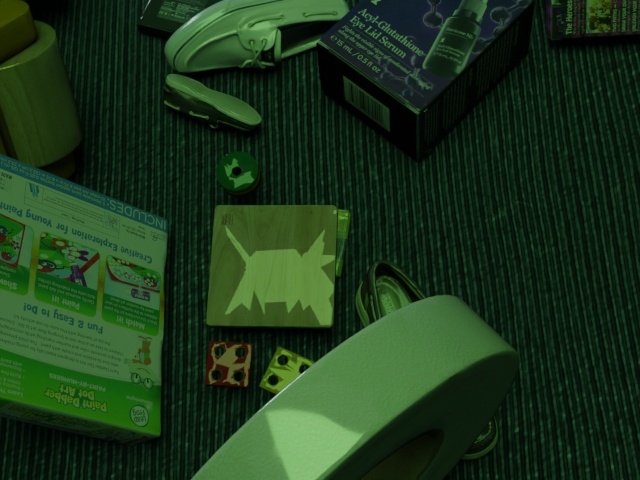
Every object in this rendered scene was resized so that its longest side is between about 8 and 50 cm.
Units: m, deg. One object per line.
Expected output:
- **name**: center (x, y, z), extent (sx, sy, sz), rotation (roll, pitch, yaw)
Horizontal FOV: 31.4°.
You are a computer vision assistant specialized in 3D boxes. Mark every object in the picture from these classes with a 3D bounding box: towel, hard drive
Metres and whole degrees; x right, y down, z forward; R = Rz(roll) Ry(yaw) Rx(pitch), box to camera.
- **towel**: center (0.000, 0.000, 1.246), extent (0.060, 0.009, 0.083), rotation (5, 65, 6)
- **hard drive**: center (-0.157, -0.303, 1.398), extent (0.094, 0.022, 0.135), rotation (16, 67, 12)

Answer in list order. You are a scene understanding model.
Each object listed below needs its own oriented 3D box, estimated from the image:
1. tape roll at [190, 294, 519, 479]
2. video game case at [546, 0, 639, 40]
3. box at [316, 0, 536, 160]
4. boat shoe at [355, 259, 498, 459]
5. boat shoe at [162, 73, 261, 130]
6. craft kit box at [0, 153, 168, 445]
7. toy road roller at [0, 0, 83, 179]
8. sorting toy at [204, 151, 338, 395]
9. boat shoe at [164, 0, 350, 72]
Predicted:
- **tape roll**: center (0.005, 0.209, 0.938), extent (0.392, 0.392, 0.072), rotation (-40, 69, -14)
- **video game case**: center (0.364, -0.350, 1.293), extent (0.210, 0.042, 0.232), rotation (-3, 108, 3)
- **box**: center (0.121, -0.221, 1.291), extent (0.153, 0.108, 0.207), rotation (38, 73, 20)
- **boat shoe**: center (0.103, 0.117, 1.146), extent (0.080, 0.073, 0.223), rotation (-27, 65, -9)
- **boat shoe**: center (-0.128, -0.151, 1.314), extent (0.125, 0.038, 0.046), rotation (25, 26, 9)
- **craft kit box**: center (-0.264, 0.058, 1.122), extent (0.061, 0.250, 0.246), rotation (-27, 54, 37)
- **toy road roller**: center (-0.443, -0.119, 1.205), extent (0.241, 0.202, 0.329), rotation (21, 46, 33)
- **sorting toy**: center (-0.048, 0.041, 1.202), extent (0.132, 0.046, 0.274), rotation (0, 71, 7)
- **boat shoe**: center (-0.068, -0.241, 1.328), extent (0.226, 0.083, 0.075), rotation (-26, 64, -9)
